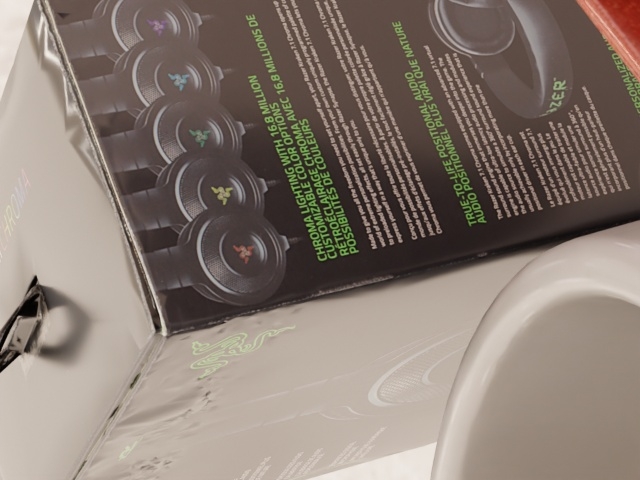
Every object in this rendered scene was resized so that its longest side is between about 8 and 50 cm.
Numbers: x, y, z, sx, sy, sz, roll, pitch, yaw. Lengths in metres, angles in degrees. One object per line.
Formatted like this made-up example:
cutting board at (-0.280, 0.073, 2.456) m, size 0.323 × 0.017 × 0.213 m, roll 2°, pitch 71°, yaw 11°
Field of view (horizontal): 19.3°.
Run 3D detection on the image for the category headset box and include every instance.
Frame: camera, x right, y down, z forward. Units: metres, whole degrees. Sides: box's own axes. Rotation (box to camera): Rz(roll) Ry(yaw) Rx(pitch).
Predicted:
headset box at (0.000, 0.000, 0.729) m, size 0.283 × 0.131 × 0.246 m, roll -12°, pitch -21°, yaw -26°

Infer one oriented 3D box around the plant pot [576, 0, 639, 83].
plant pot at (0.175, -0.180, 0.386) m, size 0.235 × 0.267 × 0.267 m, roll -15°, pitch 53°, yaw -23°

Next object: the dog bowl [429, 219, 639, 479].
dog bowl at (0.127, 0.150, 0.557) m, size 0.102 × 0.349 × 0.349 m, roll -2°, pitch 22°, yaw -17°
